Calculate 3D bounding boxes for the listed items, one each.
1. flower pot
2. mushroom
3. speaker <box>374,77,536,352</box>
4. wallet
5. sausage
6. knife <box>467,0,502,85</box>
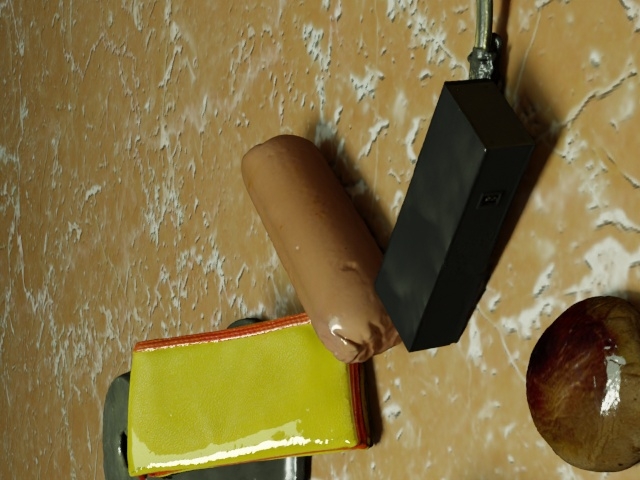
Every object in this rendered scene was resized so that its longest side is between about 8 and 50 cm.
[{"bbox_3d":[-0.136,0.217,1.419,0.269,0.166,0.269,-7,82,63],"label":"flower pot"},{"bbox_3d":[0.180,0.096,0.880,0.123,0.052,0.123,10,101,61],"label":"mushroom"},{"bbox_3d":[0.099,-0.016,1.027,0.218,0.044,0.082,106,149,-41],"label":"speaker"},{"bbox_3d":[-0.068,0.145,1.260,0.241,0.067,0.141,-11,71,23],"label":"wallet"},{"bbox_3d":[0.001,0.000,1.217,0.289,0.086,0.086,-118,37,-47],"label":"sausage"},{"bbox_3d":[0.126,-0.118,1.028,0.045,0.021,0.222,-170,77,-65],"label":"knife"}]
